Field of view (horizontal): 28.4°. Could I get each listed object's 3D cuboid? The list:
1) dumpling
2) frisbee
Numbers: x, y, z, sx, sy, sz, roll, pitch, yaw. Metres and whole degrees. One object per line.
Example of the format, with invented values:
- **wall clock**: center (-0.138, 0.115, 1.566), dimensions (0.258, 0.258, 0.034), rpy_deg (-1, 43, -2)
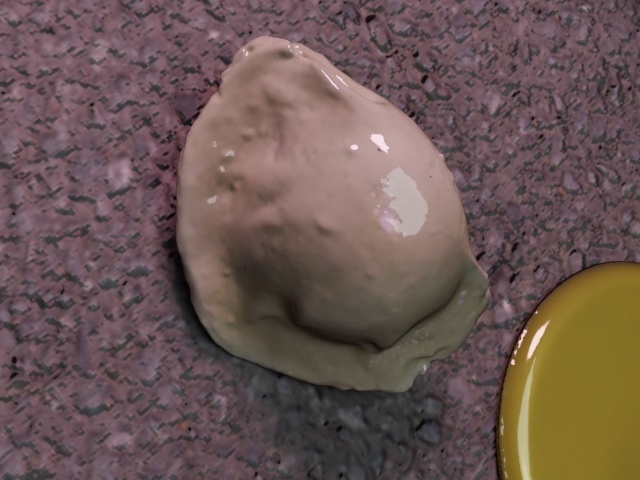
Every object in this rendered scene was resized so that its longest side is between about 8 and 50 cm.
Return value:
- **dumpling**: center (-0.002, -0.002, 0.660), dimensions (0.155, 0.111, 0.181), rpy_deg (-43, 80, 0)
- **frisbee**: center (0.208, 0.129, 0.812), dimensions (0.236, 0.017, 0.236), rpy_deg (5, 80, -31)
